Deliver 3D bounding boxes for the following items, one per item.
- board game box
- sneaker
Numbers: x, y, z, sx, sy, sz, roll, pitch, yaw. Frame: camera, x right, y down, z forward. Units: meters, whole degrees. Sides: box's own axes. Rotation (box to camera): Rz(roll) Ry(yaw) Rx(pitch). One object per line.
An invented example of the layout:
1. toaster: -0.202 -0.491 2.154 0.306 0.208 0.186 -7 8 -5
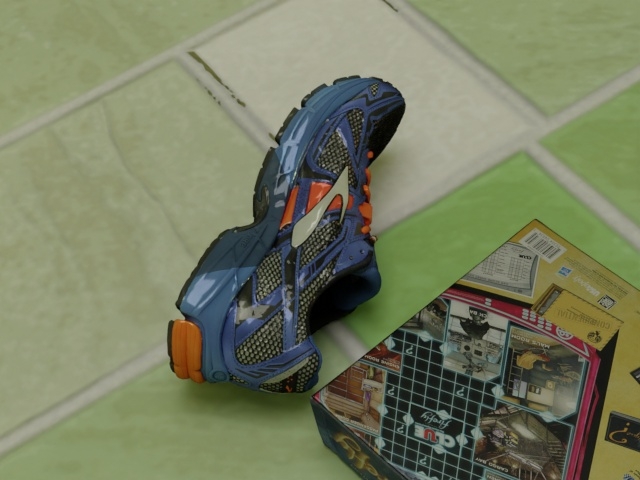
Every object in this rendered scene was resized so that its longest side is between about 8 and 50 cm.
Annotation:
1. board game box: 0.135 0.107 0.708 0.165 0.042 0.243 -36 52 -21
2. sneaker: 0.000 0.000 0.817 0.087 0.083 0.221 23 61 11
